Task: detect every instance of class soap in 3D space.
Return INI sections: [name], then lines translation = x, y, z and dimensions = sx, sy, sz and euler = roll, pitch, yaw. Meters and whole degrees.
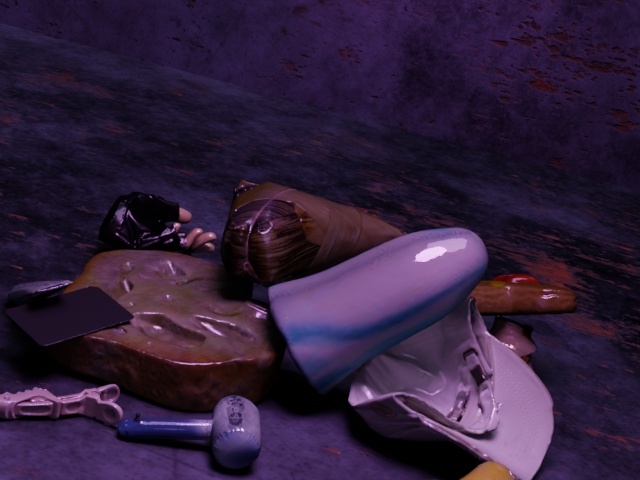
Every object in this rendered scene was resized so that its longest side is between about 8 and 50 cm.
[soap]
translation = 0.205, 0.356, 1.529
dimensions = 0.168, 0.033, 0.089
euler = -20, 55, -39

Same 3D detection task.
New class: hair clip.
[hair clip]
translation = -0.373, 0.222, 1.531
dimensions = 0.226, 0.034, 0.072
euler = 3, 23, -26

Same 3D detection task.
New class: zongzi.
[zongzi]
translation = 0.000, 0.000, 1.871
dimensions = 0.318, 0.154, 0.289
euler = 3, 15, -2

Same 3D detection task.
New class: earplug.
[earplug]
translation = 0.103, 0.083, 1.721
dimensions = 0.324, 0.185, 0.185
euler = -27, 20, 7

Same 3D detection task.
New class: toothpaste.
[toothpaste]
translation = -0.438, 0.080, 1.735
dimensions = 0.062, 0.037, 0.216
euler = -21, 4, -33

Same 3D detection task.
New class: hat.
[hat]
translation = 0.205, 0.255, 1.723
dimensions = 0.301, 0.168, 0.258
euler = 41, 48, 5

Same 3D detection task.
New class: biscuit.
[biscuit]
translation = 0.224, 0.097, 2.018
dimensions = 0.394, 0.076, 0.368
euler = 1, -4, -20

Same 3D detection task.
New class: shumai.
[shumai]
translation = 0.315, 0.190, 1.971
dimensions = 0.146, 0.116, 0.145
euler = 12, 22, -5

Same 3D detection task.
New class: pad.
[pad]
translation = -0.364, 0.108, 1.661
dimensions = 0.157, 0.003, 0.112
euler = -16, 36, -40

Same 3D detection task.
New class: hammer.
[hammer]
translation = -0.177, 0.256, 1.545
dimensions = 0.194, 0.069, 0.116
euler = 3, 22, -6

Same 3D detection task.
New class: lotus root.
[lotus root]
translation = -0.245, 0.132, 1.771
dimensions = 0.375, 0.111, 0.390
euler = -9, 31, -39

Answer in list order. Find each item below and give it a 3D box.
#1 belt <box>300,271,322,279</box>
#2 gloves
[belt]
translation = -0.005, 0.045, 2.091
dimensions = 0.078, 0.151, 0.198
euler = 22, 25, 17
[gloves]
translation = -0.293, -0.013, 2.111
dimensions = 0.203, 0.124, 0.164
euler = 30, 37, -18
